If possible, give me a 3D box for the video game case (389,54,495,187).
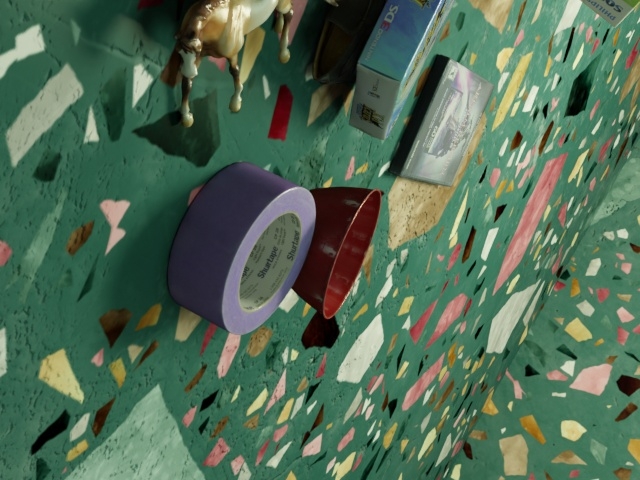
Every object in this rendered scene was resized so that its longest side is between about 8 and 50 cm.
[{"bbox_3d":[0.205,-0.188,1.791,0.274,0.026,0.196,4,111,-66],"label":"video game case"}]

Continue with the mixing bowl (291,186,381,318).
[{"bbox_3d":[0.000,0.000,1.418,0.181,0.098,0.181,23,90,-77],"label":"mixing bowl"}]

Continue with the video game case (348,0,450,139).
[{"bbox_3d":[0.121,-0.280,1.342,0.244,0.061,0.270,88,28,-80],"label":"video game case"}]

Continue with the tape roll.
[{"bbox_3d":[-0.089,0.009,1.271,0.189,0.080,0.189,-48,152,-35],"label":"tape roll"}]

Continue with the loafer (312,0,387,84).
[{"bbox_3d":[0.034,-0.259,1.280,0.061,0.062,0.170,-25,135,-51],"label":"loafer"}]

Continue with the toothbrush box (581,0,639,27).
[{"bbox_3d":[0.466,-0.496,1.669,0.122,0.206,0.283,-52,179,-29],"label":"toothbrush box"}]

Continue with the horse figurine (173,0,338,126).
[{"bbox_3d":[-0.068,-0.223,1.084,0.263,0.066,0.174,-48,159,-29],"label":"horse figurine"}]
